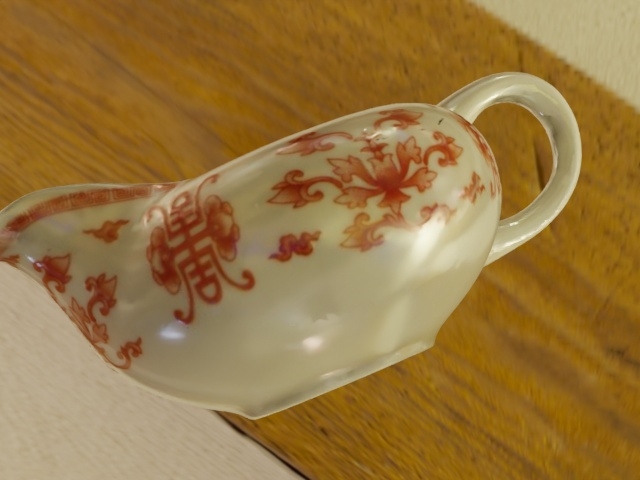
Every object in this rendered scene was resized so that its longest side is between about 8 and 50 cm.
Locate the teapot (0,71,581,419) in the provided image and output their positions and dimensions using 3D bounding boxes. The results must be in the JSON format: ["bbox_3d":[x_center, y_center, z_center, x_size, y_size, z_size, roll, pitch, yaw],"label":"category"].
[{"bbox_3d":[0.000,0.000,0.720,0.245,0.159,0.116,-23,-106,-33],"label":"teapot"}]
